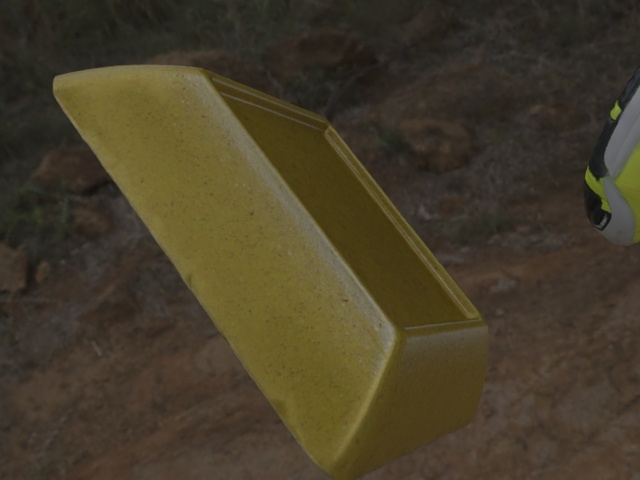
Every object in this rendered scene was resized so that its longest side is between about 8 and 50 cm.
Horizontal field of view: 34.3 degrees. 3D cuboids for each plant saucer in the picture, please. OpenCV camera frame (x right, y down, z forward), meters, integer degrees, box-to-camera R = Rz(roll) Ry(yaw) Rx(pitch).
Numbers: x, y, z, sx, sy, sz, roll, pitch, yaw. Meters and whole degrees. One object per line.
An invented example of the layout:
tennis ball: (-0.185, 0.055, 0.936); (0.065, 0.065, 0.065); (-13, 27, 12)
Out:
plant saucer: (0.000, 0.000, 0.780); (0.081, 0.333, 0.333); (-42, -17, 16)

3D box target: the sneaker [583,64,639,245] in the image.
sneaker: (0.312, -0.128, 0.625); (0.384, 0.147, 0.145); (-52, -12, 26)
